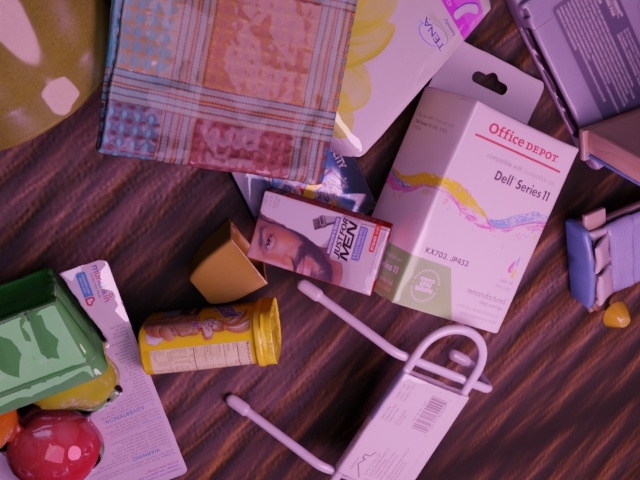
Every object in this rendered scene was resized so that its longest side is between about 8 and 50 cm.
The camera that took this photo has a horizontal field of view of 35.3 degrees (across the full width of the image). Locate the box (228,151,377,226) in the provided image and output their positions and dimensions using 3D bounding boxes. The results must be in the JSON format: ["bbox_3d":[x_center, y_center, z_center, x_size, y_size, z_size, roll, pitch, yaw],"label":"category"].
[{"bbox_3d":[-0.043,-0.110,1.343,0.159,0.044,0.233,-29,110,-9],"label":"box"}]

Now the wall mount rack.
[{"bbox_3d":[0.058,0.220,1.401,0.304,0.130,0.350,25,106,-24],"label":"wall mount rack"}]

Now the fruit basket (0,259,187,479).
[{"bbox_3d":[-0.374,0.222,1.293,0.327,0.165,0.353,-21,124,-10],"label":"fruit basket"}]

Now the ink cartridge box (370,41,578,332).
[{"bbox_3d":[0.208,-0.073,1.367,0.207,0.119,0.353,17,98,-34],"label":"ink cartridge box"}]

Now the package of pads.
[{"bbox_3d":[0.060,-0.278,1.255,0.296,0.101,0.229,-49,127,-13],"label":"package of pads"}]

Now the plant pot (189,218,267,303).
[{"bbox_3d":[-0.129,0.036,1.339,0.083,0.081,0.081,-35,111,7],"label":"plant pot"}]

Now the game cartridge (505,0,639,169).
[{"bbox_3d":[0.406,-0.275,1.433,0.198,0.062,0.297,-35,111,-10],"label":"game cartridge"}]

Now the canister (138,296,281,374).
[{"bbox_3d":[-0.141,0.125,1.310,0.170,0.126,0.073,-6,100,2],"label":"canister"}]

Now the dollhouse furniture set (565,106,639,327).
[{"bbox_3d":[0.524,-0.026,1.425,0.286,0.198,0.303,-20,123,-15],"label":"dollhouse furniture set"}]

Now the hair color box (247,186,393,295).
[{"bbox_3d":[0.000,0.000,1.296,0.167,0.053,0.093,17,100,7],"label":"hair color box"}]

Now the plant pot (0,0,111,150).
[{"bbox_3d":[-0.394,-0.290,1.038,0.366,0.366,0.353,-35,132,-6],"label":"plant pot"}]

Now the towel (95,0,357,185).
[{"bbox_3d":[-0.088,-0.258,1.090,0.271,0.040,0.370,7,98,-19],"label":"towel"}]
